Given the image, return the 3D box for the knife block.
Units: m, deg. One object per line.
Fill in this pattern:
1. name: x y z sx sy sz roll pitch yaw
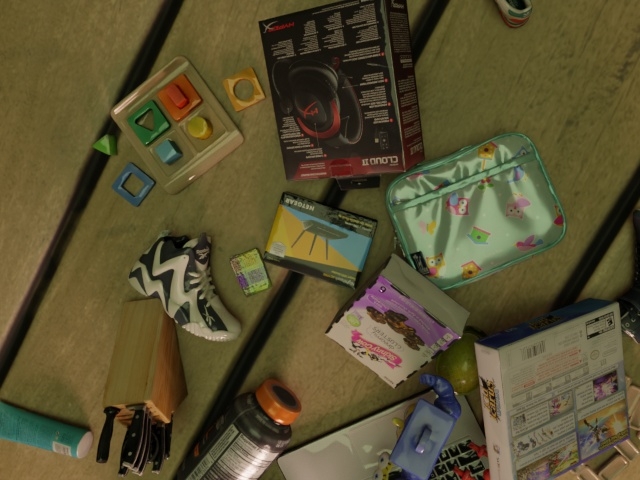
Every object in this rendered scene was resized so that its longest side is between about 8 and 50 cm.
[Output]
1. knife block: -0.320 0.257 1.000 0.088 0.242 0.275 -8 95 5

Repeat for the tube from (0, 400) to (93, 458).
1. tube: -0.558 0.379 1.136 0.207 0.052 0.080 12 92 9

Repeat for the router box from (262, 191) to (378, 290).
1. router box: 0.000 0.000 1.040 0.179 0.046 0.133 17 98 3

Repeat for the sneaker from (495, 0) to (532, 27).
1. sneaker: 0.301 -0.433 0.950 0.057 0.075 0.161 -34 92 8

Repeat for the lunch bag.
1. lunch bag: 0.251 -0.051 0.979 0.279 0.108 0.224 -22 94 7

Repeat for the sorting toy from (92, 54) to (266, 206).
1. sorting toy: -0.264 -0.210 1.043 0.348 0.047 0.196 -36 92 8

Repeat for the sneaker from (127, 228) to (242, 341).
1. sneaker: -0.220 0.068 1.044 0.235 0.094 0.153 36 107 11

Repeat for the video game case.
1. video game case: 0.380 0.245 0.927 0.270 0.061 0.244 -13 99 -25

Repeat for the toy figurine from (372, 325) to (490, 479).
1. toy figurine: 0.208 0.307 0.919 0.191 0.217 0.362 28 82 25

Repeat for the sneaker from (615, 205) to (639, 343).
1. sneaker: 0.542 0.068 0.975 0.163 0.086 0.226 -27 94 5

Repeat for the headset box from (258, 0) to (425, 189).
1. headset box: 0.040 -0.224 0.929 0.218 0.110 0.293 -2 106 29

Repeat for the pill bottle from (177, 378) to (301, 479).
1. pill bottle: -0.141 0.372 1.052 0.130 0.130 0.245 39 98 0

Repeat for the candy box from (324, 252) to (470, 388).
1. candy box: 0.127 0.143 0.985 0.165 0.070 0.196 38 132 0

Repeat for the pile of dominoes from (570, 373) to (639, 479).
1. pile of dominoes: 0.485 0.310 1.042 0.196 0.040 0.251 -44 98 4

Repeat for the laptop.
1. laptop: 0.162 0.525 0.985 0.382 0.236 0.407 -26 93 7

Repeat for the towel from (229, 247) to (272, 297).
1. towel: -0.130 0.059 1.077 0.060 0.009 0.083 -22 94 7
